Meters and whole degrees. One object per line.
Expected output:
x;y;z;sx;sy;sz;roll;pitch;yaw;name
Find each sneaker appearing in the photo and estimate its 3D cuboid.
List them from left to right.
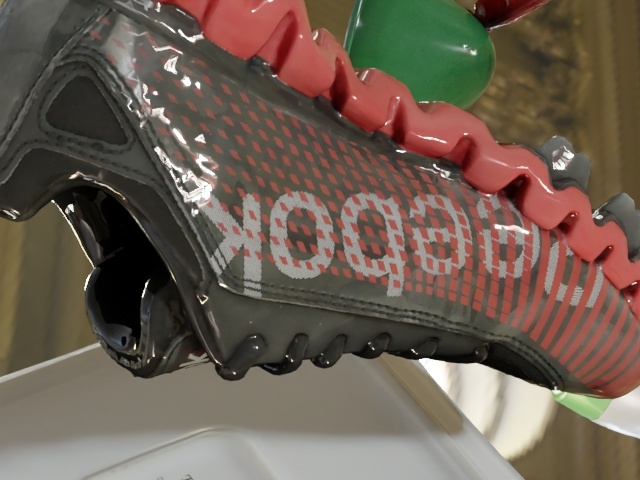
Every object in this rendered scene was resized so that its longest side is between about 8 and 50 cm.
0.000;0.000;0.541;0.098;0.276;0.135;6;-113;62;sneaker

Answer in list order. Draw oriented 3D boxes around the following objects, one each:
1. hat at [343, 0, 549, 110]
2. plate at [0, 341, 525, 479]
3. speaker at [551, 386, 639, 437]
0.119;-0.120;1.204;0.184;0.208;0.173;13;-111;11;hat
-0.046;0.114;0.602;0.277;0.278;0.045;48;-30;43;plate
0.285;0.073;0.930;0.131;0.297;0.131;-166;-90;-87;speaker
